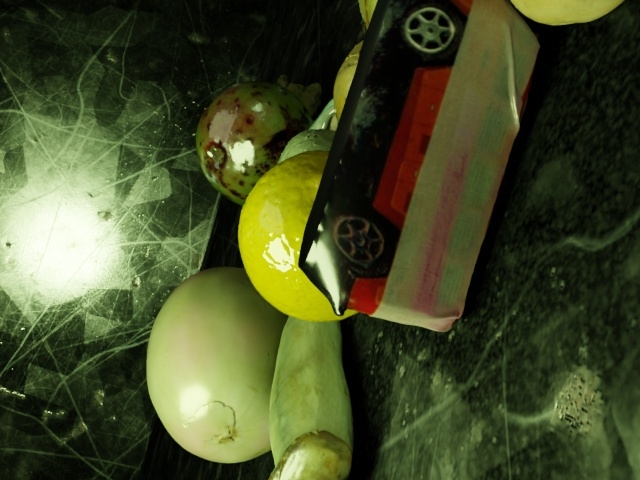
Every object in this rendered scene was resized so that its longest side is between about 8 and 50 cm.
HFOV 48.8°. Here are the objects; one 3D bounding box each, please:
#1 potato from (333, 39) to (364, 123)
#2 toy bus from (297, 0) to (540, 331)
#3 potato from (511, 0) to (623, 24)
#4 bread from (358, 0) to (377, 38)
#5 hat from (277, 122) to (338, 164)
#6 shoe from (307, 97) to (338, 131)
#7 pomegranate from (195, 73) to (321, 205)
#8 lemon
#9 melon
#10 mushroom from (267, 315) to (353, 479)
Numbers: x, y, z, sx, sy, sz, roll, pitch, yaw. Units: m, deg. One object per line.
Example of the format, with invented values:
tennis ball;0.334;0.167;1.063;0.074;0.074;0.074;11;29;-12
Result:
potato;0.076;-0.155;0.775;0.176;0.137;0.137;-97;28;-61
toy bus;0.082;-0.077;0.616;0.127;0.147;0.302;-155;83;-77
potato;0.184;-0.220;0.498;0.147;0.112;0.112;123;159;-66
bread;0.154;-0.447;1.009;0.345;0.242;0.404;-94;-9;-45
hat;0.004;-0.073;0.936;0.257;0.130;0.257;-163;90;-75
shoe;0.007;-0.136;1.094;0.195;0.079;0.078;-54;16;42
pomegranate;-0.107;-0.191;1.343;0.306;0.242;0.242;-57;-8;-64
lemon;0.000;0.000;0.770;0.203;0.179;0.178;93;180;-50
melon;-0.129;0.163;0.984;0.317;0.223;0.223;-103;32;-60
mushroom;-0.013;0.174;0.816;0.107;0.087;0.333;-47;22;19
